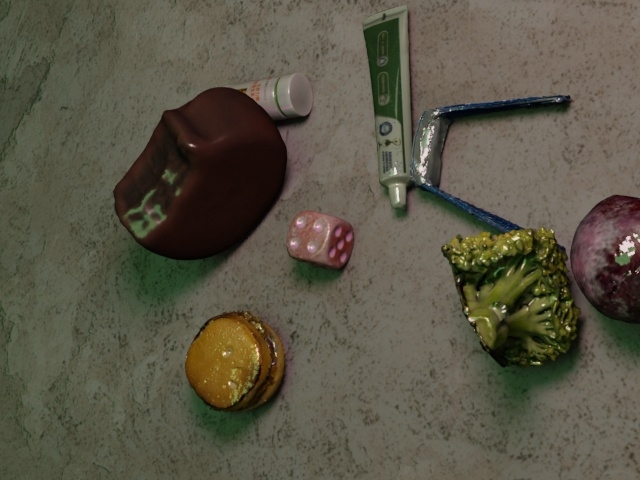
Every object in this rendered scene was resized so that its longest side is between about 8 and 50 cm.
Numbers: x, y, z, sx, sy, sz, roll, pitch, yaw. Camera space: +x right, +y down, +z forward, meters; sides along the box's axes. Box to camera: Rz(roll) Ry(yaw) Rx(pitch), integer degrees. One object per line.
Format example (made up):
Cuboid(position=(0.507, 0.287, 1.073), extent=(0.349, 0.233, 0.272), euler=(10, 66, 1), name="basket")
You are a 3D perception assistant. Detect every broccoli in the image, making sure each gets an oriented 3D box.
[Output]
Cuboid(position=(0.309, 0.079, 1.696), extent=(0.180, 0.273, 0.242), euler=(-27, 94, 7), name="broccoli")

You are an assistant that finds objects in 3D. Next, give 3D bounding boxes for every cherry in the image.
Cuboid(position=(0.464, 0.026, 1.646), extent=(0.195, 0.195, 0.195), euler=(-8, 75, 32), name="cherry")

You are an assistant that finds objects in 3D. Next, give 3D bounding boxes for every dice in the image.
Cuboid(position=(0.000, 0.000, 2.002), extent=(0.093, 0.094, 0.091), euler=(11, 82, 35), name="dice")

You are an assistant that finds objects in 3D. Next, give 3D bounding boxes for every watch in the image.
Cuboid(position=(0.284, -0.106, 1.866), extent=(0.275, 0.068, 0.276), euler=(0, 79, 28), name="watch")

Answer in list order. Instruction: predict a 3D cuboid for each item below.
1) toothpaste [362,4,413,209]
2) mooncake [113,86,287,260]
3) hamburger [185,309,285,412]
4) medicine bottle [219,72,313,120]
Cuboid(position=(0.129, -0.241, 1.995), extent=(0.099, 0.061, 0.392), euler=(-13, 69, 31), name="toothpaste")
Cuboid(position=(-0.231, -0.117, 2.053), extent=(0.174, 0.334, 0.326), euler=(52, 151, 30), name="mooncake")
Cuboid(position=(-0.155, 0.220, 2.038), extent=(0.182, 0.118, 0.191), euler=(-30, 68, 21), name="hamburger")
Cuboid(position=(-0.113, -0.272, 2.141), extent=(0.183, 0.086, 0.086), euler=(-5, 76, 32), name="medicine bottle")
